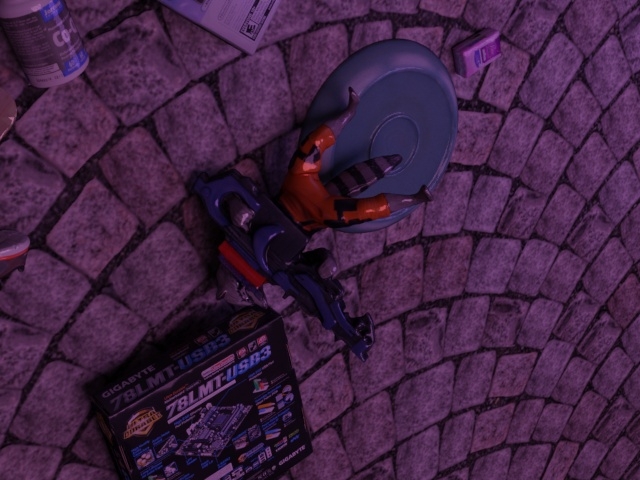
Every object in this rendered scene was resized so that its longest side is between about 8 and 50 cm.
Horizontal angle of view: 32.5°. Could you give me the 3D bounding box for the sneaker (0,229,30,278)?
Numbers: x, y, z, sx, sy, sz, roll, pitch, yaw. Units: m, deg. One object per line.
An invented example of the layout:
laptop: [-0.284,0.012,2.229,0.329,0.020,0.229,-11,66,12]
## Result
sneaker: [-0.426,0.039,1.337,0.158,0.061,0.065,-17,129,-32]

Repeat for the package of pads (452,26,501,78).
package of pads: [0.249,-0.299,1.747,0.083,0.032,0.050,-33,133,-23]

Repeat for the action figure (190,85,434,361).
action figure: [0.000,0.000,1.553,0.330,0.341,0.178,-37,177,5]

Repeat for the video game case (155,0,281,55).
video game case: [-0.120,-0.402,1.358,0.244,0.061,0.269,24,95,-46]

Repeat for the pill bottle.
pill bottle: [-0.324,-0.251,1.254,0.078,0.078,0.137,-35,131,-21]

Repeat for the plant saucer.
plant saucer: [0.104,-0.151,1.696,0.317,0.044,0.317,-20,125,-32]

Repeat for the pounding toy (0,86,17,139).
pounding toy: [-0.459,-0.088,1.233,0.154,0.155,0.269,29,82,-17]

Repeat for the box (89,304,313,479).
box: [-0.164,0.276,1.625,0.295,0.073,0.293,-31,128,-24]
